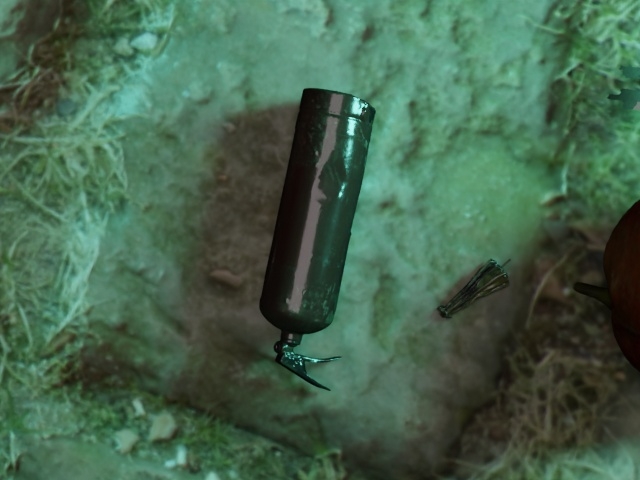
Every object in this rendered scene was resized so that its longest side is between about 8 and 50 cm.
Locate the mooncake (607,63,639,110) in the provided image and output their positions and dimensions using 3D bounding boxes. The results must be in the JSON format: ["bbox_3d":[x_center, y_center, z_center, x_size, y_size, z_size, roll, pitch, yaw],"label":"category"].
[{"bbox_3d":[0.383,-0.256,1.548,0.150,0.057,0.346,18,82,21],"label":"mooncake"}]

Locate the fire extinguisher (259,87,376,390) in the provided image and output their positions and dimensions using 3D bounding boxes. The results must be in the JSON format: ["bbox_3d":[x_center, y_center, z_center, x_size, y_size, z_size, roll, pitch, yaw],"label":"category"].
[{"bbox_3d":[0.000,0.000,1.570,0.089,0.072,0.267,13,87,-28],"label":"fire extinguisher"}]

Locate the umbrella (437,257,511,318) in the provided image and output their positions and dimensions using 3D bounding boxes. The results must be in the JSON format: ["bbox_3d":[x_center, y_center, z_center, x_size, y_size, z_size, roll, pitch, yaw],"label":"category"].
[{"bbox_3d":[0.143,0.044,1.571,0.083,0.020,0.031,-41,122,3],"label":"umbrella"}]

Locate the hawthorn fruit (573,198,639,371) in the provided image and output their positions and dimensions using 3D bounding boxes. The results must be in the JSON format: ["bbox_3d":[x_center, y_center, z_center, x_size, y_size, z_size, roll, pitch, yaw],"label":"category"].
[{"bbox_3d":[0.345,0.034,1.462,0.261,0.224,0.224,-17,84,29],"label":"hawthorn fruit"}]
